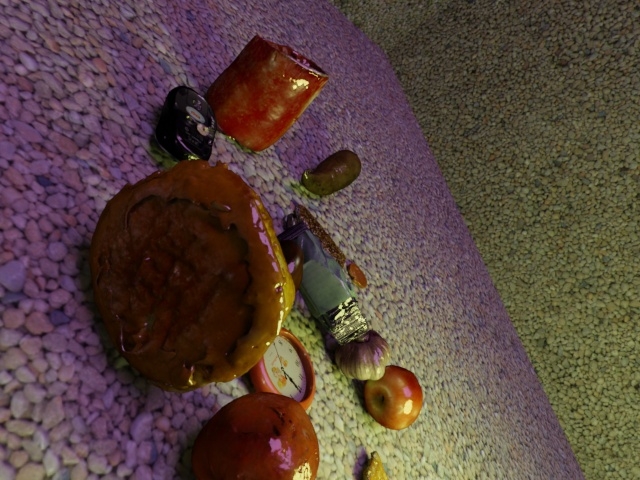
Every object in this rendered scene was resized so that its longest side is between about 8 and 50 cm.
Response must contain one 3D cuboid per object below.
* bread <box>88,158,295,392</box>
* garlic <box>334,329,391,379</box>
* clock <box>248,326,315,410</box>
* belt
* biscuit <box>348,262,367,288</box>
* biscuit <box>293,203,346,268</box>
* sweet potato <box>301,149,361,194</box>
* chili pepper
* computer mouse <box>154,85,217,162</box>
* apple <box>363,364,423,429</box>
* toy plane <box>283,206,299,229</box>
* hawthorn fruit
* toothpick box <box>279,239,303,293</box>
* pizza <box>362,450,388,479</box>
[{"bbox_3d":[-0.199,0.057,0.869,0.204,0.336,0.358,3,68,-67],"label":"bread"},{"bbox_3d":[0.108,0.289,1.345,0.159,0.147,0.102,-93,167,-66],"label":"garlic"},{"bbox_3d":[-0.085,0.281,1.133,0.205,0.051,0.205,41,31,-32],"label":"clock"},{"bbox_3d":[0.005,0.103,1.298,0.325,0.122,0.260,59,0,10],"label":"belt"},{"bbox_3d":[0.117,0.116,1.672,0.091,0.015,0.078,55,29,-8],"label":"biscuit"},{"bbox_3d":[-0.005,0.002,1.571,0.237,0.026,0.131,51,27,-17],"label":"biscuit"},{"bbox_3d":[0.036,-0.225,1.765,0.131,0.130,0.422,58,33,-1],"label":"sweet potato"},{"bbox_3d":[-0.152,-0.432,1.470,0.251,0.305,0.229,35,29,-22],"label":"chili pepper"},{"bbox_3d":[-0.323,-0.260,1.232,0.137,0.096,0.233,31,42,-34],"label":"computer mouse"},{"bbox_3d":[0.193,0.406,1.357,0.139,0.163,0.163,2,60,-45],"label":"apple"},{"bbox_3d":[-0.078,-0.033,1.463,0.031,0.049,0.121,21,63,-49],"label":"toy plane"},{"bbox_3d":[-0.094,0.358,0.901,0.211,0.211,0.299,61,15,5],"label":"hawthorn fruit"},{"bbox_3d":[-0.174,0.028,1.105,0.294,0.192,0.192,40,32,-19],"label":"toothpick box"},{"bbox_3d":[0.130,0.578,1.214,0.099,0.035,0.160,22,45,-50],"label":"pizza"}]
